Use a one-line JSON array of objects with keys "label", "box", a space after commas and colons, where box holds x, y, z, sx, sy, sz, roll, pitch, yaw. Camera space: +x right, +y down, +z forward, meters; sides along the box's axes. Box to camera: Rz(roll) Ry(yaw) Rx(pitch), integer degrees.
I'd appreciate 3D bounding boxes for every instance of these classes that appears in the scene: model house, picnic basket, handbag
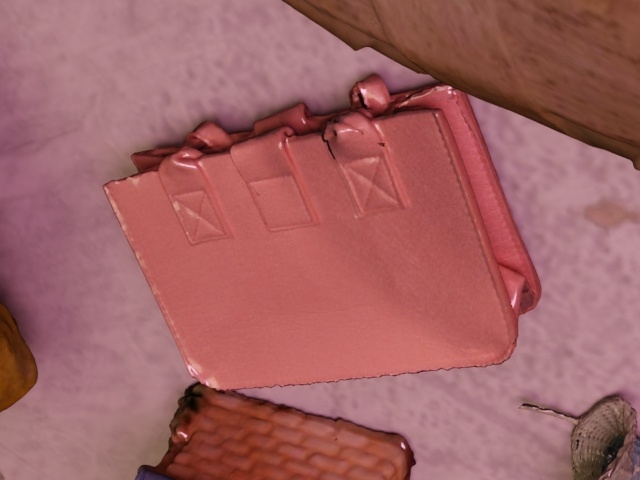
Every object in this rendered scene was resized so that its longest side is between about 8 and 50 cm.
[{"label": "model house", "box": [-0.047, 0.218, 0.800, 0.166, 0.172, 0.183, 11, 125, 21]}, {"label": "picnic basket", "box": [0.146, 0.122, 0.703, 0.083, 0.065, 0.083, 19, 134, -4]}, {"label": "handbag", "box": [0.000, 0.000, 0.705, 0.212, 0.059, 0.157, -10, 116, 32]}]

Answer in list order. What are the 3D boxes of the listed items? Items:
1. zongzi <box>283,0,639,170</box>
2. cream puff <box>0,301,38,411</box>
[{"label": "zongzi", "box": [0.113, -0.202, 0.351, 0.466, 0.218, 0.500, 20, 144, 14]}, {"label": "cream puff", "box": [-0.315, 0.009, 0.796, 0.323, 0.270, 0.274, 22, 94, 14]}]
